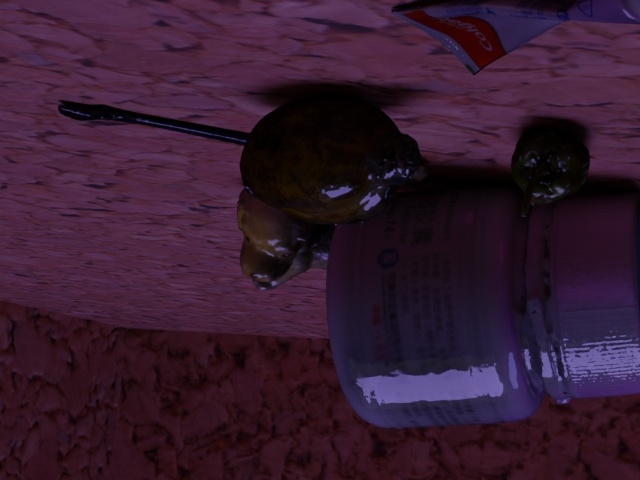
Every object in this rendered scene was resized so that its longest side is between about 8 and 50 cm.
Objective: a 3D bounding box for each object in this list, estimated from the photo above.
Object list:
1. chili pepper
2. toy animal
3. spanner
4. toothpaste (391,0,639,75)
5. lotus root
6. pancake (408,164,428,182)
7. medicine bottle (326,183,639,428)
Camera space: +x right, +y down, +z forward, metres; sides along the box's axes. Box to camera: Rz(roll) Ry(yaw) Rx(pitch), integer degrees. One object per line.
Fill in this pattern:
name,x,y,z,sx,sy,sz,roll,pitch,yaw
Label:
chili pepper,0.208,-0.066,1.726,0.072,0.073,0.204,-12,-179,6
toy animal,-0.015,0.002,2.265,0.233,0.121,0.169,8,162,-33
spanner,-0.159,-0.114,1.898,0.209,0.012,0.046,9,172,-20
toothpaste,0.149,-0.152,1.264,0.075,0.048,0.301,6,175,-26
lotus root,0.008,-0.074,1.694,0.120,0.120,0.209,14,168,-43
pancake,0.032,-0.076,1.955,0.158,0.028,0.158,7,175,1
medicine bottle,0.188,0.065,2.022,0.325,0.256,0.256,-5,169,19
